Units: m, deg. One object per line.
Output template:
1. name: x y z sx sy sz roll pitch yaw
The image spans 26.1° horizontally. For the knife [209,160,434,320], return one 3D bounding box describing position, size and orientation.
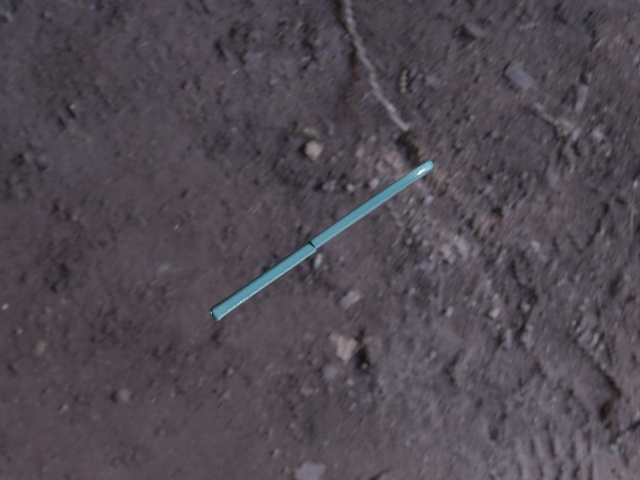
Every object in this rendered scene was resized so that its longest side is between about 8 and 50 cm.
1. knife: 0.000 0.000 0.461 0.091 0.014 0.005 -35 89 10
